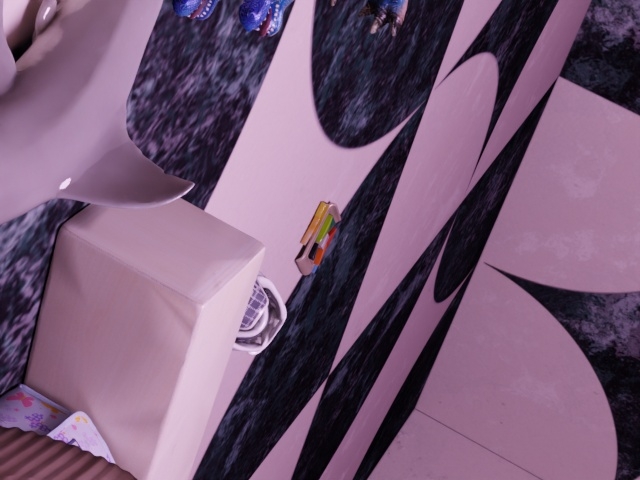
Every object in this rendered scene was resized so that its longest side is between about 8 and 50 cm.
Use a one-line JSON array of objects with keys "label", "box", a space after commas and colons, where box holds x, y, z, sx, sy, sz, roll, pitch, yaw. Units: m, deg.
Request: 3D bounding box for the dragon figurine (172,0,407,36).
[{"label": "dragon figurine", "box": [0.036, -0.217, 0.801, 0.289, 0.085, 0.144, -51, 157, -3]}]

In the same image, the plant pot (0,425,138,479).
[{"label": "plant pot", "box": [-0.188, 0.164, 0.679, 0.237, 0.110, 0.237, -33, 179, -1]}]

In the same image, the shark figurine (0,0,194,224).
[{"label": "shark figurine", "box": [-0.095, -0.076, 0.629, 0.278, 0.116, 0.166, -56, 168, -17]}]

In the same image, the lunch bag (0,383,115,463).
[{"label": "lunch bag", "box": [-0.171, 0.131, 0.834, 0.053, 0.083, 0.071, -66, 167, 22]}]

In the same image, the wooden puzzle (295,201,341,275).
[{"label": "wooden puzzle", "box": [0.000, 0.000, 1.423, 0.078, 0.014, 0.116, -61, 168, -3]}]

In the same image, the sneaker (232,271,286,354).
[{"label": "sneaker", "box": [-0.072, 0.055, 1.055, 0.090, 0.095, 0.235, -62, 170, -6]}]

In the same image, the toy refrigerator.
[{"label": "toy refrigerator", "box": [-0.129, 0.100, 0.900, 0.094, 0.102, 0.269, -45, 159, -53]}]
